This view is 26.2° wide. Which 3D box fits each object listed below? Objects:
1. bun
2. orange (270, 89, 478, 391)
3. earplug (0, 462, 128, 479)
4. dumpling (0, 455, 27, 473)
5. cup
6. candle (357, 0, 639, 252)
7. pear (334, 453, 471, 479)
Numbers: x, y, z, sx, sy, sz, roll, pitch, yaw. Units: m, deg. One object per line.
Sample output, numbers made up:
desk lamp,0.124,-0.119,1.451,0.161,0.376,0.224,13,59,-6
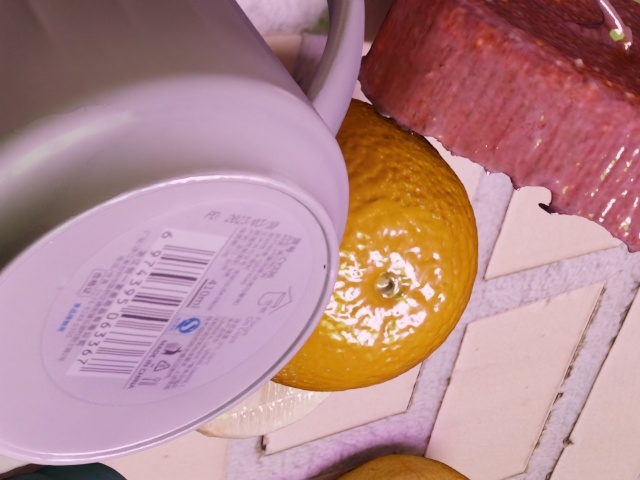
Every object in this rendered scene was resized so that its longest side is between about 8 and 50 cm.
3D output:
bun,-0.069,0.081,1.146,0.188,0.111,0.164,-10,121,-23
orange,0.000,0.000,0.989,0.236,0.236,0.236,-20,142,-16
earplug,-0.252,0.298,1.204,0.257,0.164,0.280,-31,152,11
dumpling,-0.249,0.067,0.921,0.270,0.211,0.321,-43,160,-51
cup,-0.111,-0.084,0.731,0.322,0.327,0.237,-23,143,-16
candle,0.200,-0.103,0.983,0.317,0.287,0.131,5,125,-36
pear,0.092,0.326,1.466,0.209,0.209,0.209,-20,142,-16
